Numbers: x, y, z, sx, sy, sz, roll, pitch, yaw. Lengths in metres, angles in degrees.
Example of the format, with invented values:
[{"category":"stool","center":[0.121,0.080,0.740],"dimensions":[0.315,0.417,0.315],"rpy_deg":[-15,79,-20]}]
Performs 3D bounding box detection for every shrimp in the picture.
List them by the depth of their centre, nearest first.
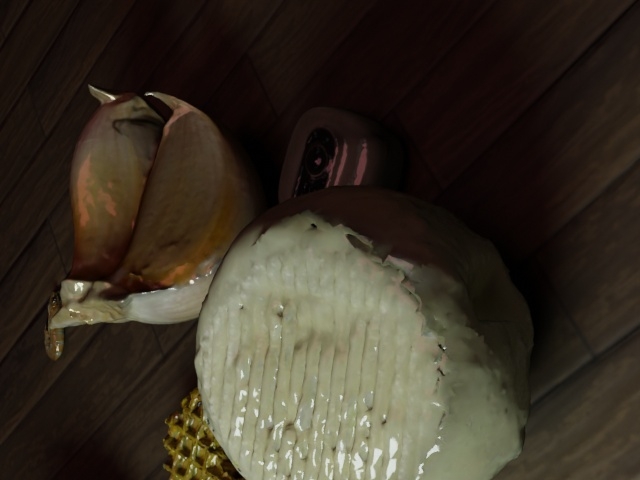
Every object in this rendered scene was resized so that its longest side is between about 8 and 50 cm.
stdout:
[{"category":"shrimp","center":[-0.421,0.134,1.605],"dimensions":[0.059,0.023,0.108],"rpy_deg":[-20,71,51]}]

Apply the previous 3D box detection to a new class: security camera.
[{"category":"security camera","center":[0.000,0.000,1.161],"dimensions":[0.157,0.080,0.301],"rpy_deg":[26,107,43]}]

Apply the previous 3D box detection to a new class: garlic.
[{"category":"garlic","center":[-0.207,-0.034,1.279],"dimensions":[0.286,0.249,0.313],"rpy_deg":[-34,41,56]}]

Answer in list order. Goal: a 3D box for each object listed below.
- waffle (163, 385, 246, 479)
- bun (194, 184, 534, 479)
[{"category":"waffle","center":[-0.119,0.262,1.252],"dimensions":[0.197,0.070,0.193],"rpy_deg":[-55,51,26]},{"category":"bun","center":[0.050,0.109,0.996],"dimensions":[0.360,0.211,0.359],"rpy_deg":[5,98,40]}]
